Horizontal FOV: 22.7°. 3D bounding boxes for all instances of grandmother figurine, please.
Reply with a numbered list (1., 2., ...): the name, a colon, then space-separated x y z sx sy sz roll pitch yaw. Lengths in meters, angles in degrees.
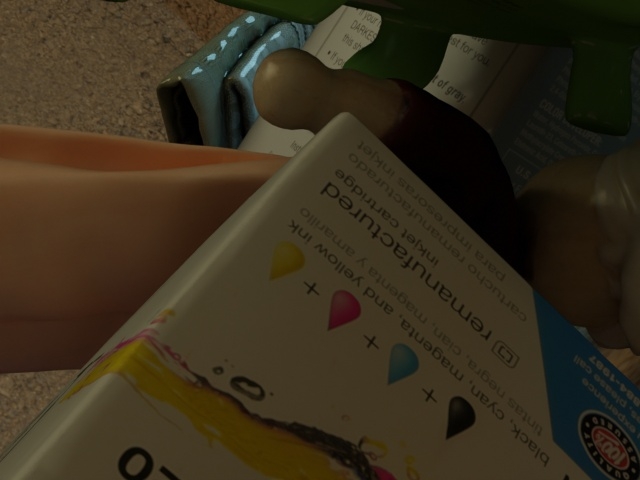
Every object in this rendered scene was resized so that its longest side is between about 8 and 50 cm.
1. grandmother figurine: 0.000 0.000 0.626 0.208 0.342 0.104 96 173 -61

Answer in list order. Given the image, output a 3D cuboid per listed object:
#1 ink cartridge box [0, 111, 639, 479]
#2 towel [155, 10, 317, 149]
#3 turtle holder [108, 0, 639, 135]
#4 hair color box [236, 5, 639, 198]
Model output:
1. ink cartridge box: -0.025 0.115 0.468 0.168 0.171 0.233 -42 6 41
2. towel: 0.017 -0.032 1.051 0.324 0.056 0.312 -45 -41 -45
3. turtle holder: 0.047 -0.178 0.611 0.320 0.243 0.227 -160 85 -74
4. hair color box: 0.118 -0.128 0.821 0.374 0.113 0.185 -57 36 7
